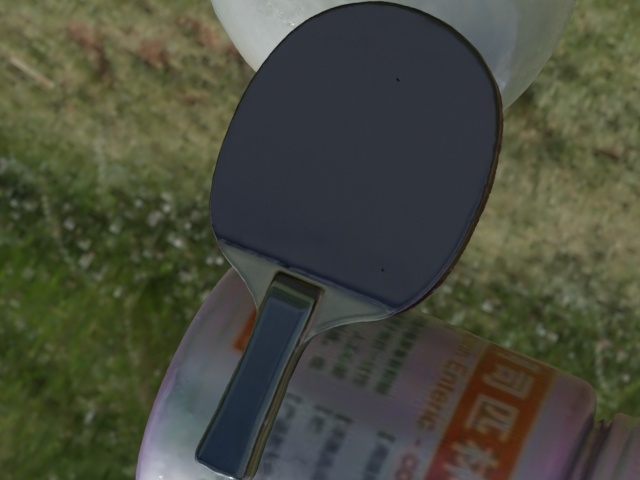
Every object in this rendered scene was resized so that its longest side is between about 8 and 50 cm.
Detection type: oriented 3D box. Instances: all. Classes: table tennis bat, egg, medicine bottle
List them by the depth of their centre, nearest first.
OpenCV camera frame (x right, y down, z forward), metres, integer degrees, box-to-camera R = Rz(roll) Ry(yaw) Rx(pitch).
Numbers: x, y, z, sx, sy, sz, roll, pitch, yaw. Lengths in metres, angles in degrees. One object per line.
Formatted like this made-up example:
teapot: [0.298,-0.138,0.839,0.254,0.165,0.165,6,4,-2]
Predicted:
table tennis bat: [0.000,0.000,0.865,0.154,0.274,0.021,22,177,21]
medicine bottle: [0.086,0.173,1.115,0.388,0.219,0.219,24,153,12]
egg: [0.088,-0.190,1.270,0.337,0.337,0.201,94,151,-62]
